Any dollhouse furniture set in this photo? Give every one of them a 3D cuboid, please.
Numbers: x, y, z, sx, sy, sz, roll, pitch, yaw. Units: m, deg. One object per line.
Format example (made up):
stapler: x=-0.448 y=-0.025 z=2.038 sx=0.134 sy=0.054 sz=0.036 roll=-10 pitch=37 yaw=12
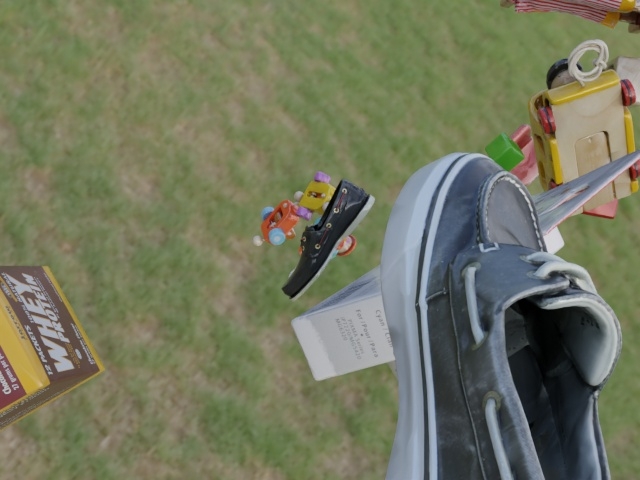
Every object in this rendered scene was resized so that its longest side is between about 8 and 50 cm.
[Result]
dollhouse furniture set: x=0.329 y=-0.227 z=1.631 sx=0.201 sy=0.374 sz=0.152 roll=10 pitch=1 yaw=0

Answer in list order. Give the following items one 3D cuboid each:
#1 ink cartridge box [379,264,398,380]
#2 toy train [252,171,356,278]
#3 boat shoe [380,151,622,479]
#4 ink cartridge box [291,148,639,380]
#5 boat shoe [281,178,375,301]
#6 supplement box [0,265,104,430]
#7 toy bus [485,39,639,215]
ink cartridge box: x=0.152 y=0.135 z=1.455 sx=0.255 sy=0.097 sz=0.189 roll=58 pitch=-15 yaw=7
toy train: x=-0.013 y=-0.006 z=1.419 sx=0.046 sy=0.125 sz=0.166 roll=31 pitch=17 yaw=-31
boat shoe: x=0.109 y=0.064 z=0.667 sx=0.121 sy=0.119 sz=0.335 roll=38 pitch=37 yaw=-29
ink cartridge box: x=0.154 y=0.018 z=1.122 sx=0.296 sy=0.261 sz=0.066 roll=-30 pitch=97 yaw=-54
boat shoe: x=0.000 y=0.000 z=1.232 sx=0.042 sy=0.133 sz=0.049 roll=34 pitch=8 yaw=-11
supplement box: x=-0.348 y=0.125 z=1.220 sx=0.129 sy=0.191 sz=0.194 roll=60 pitch=6 yaw=5
toy bus: x=0.268 y=-0.126 z=1.310 sx=0.191 sy=0.202 sz=0.104 roll=18 pitch=31 yaw=-29
